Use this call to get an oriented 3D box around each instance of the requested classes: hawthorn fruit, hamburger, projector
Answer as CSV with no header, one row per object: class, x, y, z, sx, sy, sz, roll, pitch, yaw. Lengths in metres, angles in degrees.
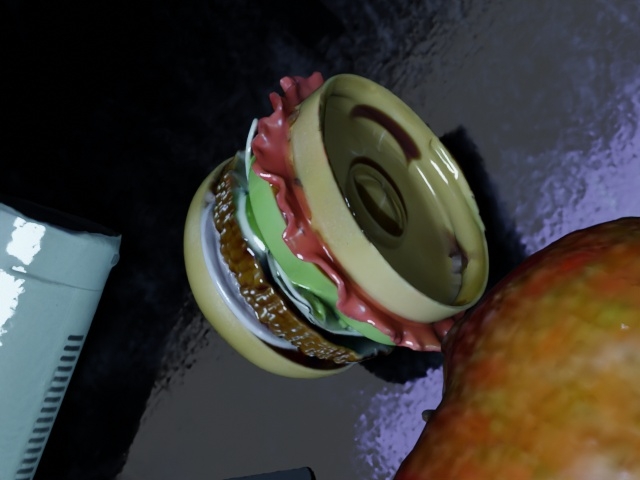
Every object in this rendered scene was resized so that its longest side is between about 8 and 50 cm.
hawthorn fruit,0.204,0.158,0.695,0.369,0.285,0.285,32,98,11
hamburger,0.002,0.003,0.872,0.137,0.175,0.175,-34,71,32
projector,-0.232,0.137,0.990,0.108,0.108,0.338,22,93,25

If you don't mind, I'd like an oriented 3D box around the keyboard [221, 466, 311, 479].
keyboard,-0.091,0.190,0.968,0.196,0.015,0.074,-11,79,23
